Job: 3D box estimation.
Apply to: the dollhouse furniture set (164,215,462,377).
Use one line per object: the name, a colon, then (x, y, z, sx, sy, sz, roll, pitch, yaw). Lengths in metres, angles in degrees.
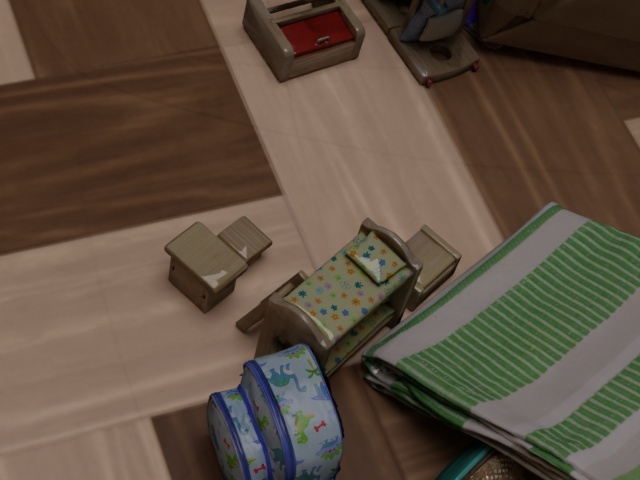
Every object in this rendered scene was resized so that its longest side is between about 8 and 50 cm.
dollhouse furniture set: (0.000, 0.000, 1.090, 0.161, 0.101, 0.182, 40, 58, 16)

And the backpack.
backpack: (-0.031, 0.135, 0.985, 0.084, 0.114, 0.105, -14, 61, -20)

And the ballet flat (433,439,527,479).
ballet flat: (0.076, 0.218, 0.983, 0.206, 0.073, 0.067, -36, 92, -25)

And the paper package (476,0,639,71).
paper package: (0.309, -0.329, 1.328, 0.310, 0.168, 0.324, 9, 56, -8)

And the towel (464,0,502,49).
towel: (0.154, -0.217, 1.322, 0.060, 0.009, 0.083, -36, 70, -28)

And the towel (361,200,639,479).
towel: (0.217, 0.083, 1.017, 0.248, 0.038, 0.325, -36, 38, -27)

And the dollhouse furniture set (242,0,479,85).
dollhouse furniture set: (0.050, -0.211, 1.224, 0.184, 0.129, 0.129, -20, 63, -24)
